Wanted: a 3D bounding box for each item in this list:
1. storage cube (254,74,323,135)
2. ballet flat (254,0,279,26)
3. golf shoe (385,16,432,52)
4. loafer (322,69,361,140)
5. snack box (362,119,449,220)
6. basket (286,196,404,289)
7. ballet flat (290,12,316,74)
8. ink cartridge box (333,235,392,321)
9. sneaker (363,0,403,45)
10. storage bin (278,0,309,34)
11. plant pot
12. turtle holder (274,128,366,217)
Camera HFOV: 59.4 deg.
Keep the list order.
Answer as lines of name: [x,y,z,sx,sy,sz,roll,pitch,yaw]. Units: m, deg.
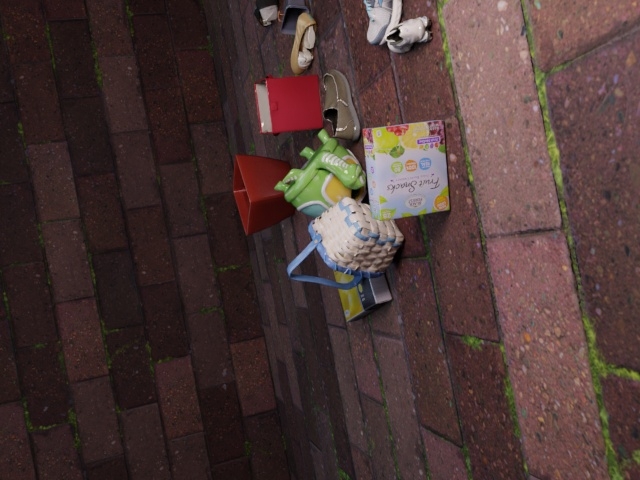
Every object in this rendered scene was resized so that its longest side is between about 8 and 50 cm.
storage cube: [-0.116,-0.491,2.023,0.184,0.193,0.215,-153,55,-68]
ballet flat: [-0.210,-0.926,2.256,0.280,0.095,0.096,-141,33,-79]
golf shoe: [0.180,-0.472,1.288,0.176,0.086,0.069,-165,64,-72]
loafer: [0.049,-0.417,1.720,0.094,0.087,0.251,116,140,-62]
snack box: [0.195,-0.159,1.269,0.070,0.175,0.207,-147,48,-71]
basket: [0.076,0.028,1.586,0.289,0.255,0.201,-52,46,26]
ballet flat: [-0.056,-0.663,1.936,0.073,0.080,0.232,49,150,31]
ink cartridge box: [0.115,0.089,1.845,0.303,0.072,0.307,126,130,-67]
sneaker: [0.127,-0.598,1.318,0.283,0.122,0.110,97,156,-44]
storage bin: [-0.100,-0.807,1.974,0.135,0.098,0.091,122,145,-65]
plant pot: [-0.241,-0.217,2.498,0.267,0.236,0.267,108,146,-57]
turtle holder: [0.033,-0.191,1.695,0.320,0.227,0.243,-41,14,45]
